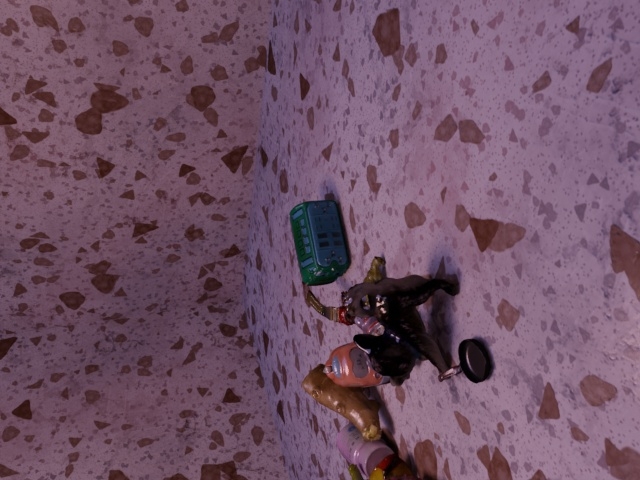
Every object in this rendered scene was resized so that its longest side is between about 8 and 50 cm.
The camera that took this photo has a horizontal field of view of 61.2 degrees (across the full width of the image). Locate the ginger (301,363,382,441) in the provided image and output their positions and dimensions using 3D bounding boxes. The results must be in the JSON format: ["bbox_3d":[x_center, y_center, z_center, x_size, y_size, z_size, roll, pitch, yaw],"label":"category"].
[{"bbox_3d":[0.106,0.611,2.079,0.375,0.236,0.166,41,107,22],"label":"ginger"}]

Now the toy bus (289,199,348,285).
[{"bbox_3d":[0.000,0.000,2.232,0.199,0.183,0.343,142,119,-62],"label":"toy bus"}]

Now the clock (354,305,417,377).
[{"bbox_3d":[0.208,0.305,1.786,0.254,0.189,0.189,-120,30,-64],"label":"clock"}]

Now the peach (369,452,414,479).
[{"bbox_3d":[0.241,0.862,1.834,0.154,0.159,0.267,-31,55,56],"label":"peach"}]

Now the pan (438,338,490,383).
[{"bbox_3d":[0.384,0.338,1.448,0.212,0.040,0.115,-56,44,51],"label":"pan"}]

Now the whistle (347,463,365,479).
[{"bbox_3d":[0.155,0.883,1.903,0.057,0.104,0.198,-25,84,33],"label":"whistle"}]

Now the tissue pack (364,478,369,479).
[{"bbox_3d":[0.202,1.134,1.970,0.405,0.205,0.331,-158,63,-68],"label":"tissue pack"}]

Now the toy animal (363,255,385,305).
[{"bbox_3d":[0.189,0.151,1.929,0.181,0.073,0.136,97,168,-65],"label":"toy animal"}]

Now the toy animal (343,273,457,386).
[{"bbox_3d":[0.207,0.257,1.542,0.194,0.303,0.344,-143,50,-68],"label":"toy animal"}]

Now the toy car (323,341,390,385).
[{"bbox_3d":[0.129,0.446,1.951,0.270,0.212,0.180,133,129,-65],"label":"toy car"}]

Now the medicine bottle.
[{"bbox_3d":[0.172,0.791,2.033,0.254,0.152,0.152,178,86,-70],"label":"medicine bottle"}]

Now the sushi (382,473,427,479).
[{"bbox_3d":[0.274,0.870,1.656,0.171,0.236,0.270,-20,78,57],"label":"sushi"}]

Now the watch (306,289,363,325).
[{"bbox_3d":[0.062,0.250,2.147,0.268,0.165,0.102,-148,55,-63],"label":"watch"}]
